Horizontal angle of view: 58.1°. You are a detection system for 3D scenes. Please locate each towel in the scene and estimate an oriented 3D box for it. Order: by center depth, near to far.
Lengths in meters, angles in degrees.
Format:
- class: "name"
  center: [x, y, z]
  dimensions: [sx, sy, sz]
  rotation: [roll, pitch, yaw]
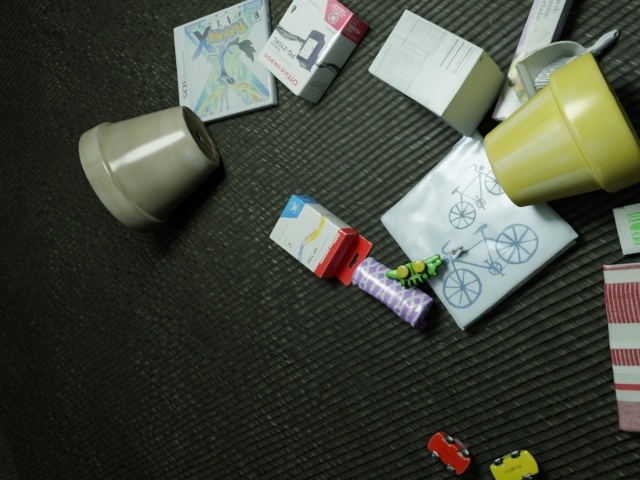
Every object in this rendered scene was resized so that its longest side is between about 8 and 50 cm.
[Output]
- class: "towel"
  center: [0.682, 0.201, 1.096]
  dimensions: [0.237, 0.037, 0.329]
  rotation: [-7, 85, 31]

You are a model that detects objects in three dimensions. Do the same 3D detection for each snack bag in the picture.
- class: "snack bag"
  center: [0.331, -0.027, 1.292]
  dimensions: [0.323, 0.037, 0.343]
  rotation: [-45, 67, 21]

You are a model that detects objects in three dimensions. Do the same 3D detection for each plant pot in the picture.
- class: "plant pot"
  center: [0.459, -0.185, 1.101]
  dimensions: [0.239, 0.254, 0.254]
  rotation: [-28, 77, 32]
- class: "plant pot"
  center: [-0.447, -0.227, 1.600]
  dimensions: [0.280, 0.323, 0.323]
  rotation: [-28, 76, 10]

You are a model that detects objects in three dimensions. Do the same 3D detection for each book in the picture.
- class: "book"
  center: [0.654, -0.032, 1.114]
  dimensions: [0.144, 0.035, 0.096]
  rotation: [-14, 87, 27]

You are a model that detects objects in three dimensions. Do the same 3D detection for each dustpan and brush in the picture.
- class: "dustpan and brush"
  center: [0.508, -0.359, 1.162]
  dimensions: [0.211, 0.147, 0.060]
  rotation: [-41, 29, -8]

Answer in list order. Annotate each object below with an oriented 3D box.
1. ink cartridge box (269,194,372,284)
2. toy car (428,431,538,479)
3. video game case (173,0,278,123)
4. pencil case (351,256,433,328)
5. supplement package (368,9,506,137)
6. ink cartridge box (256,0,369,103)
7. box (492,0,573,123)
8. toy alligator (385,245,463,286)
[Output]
- class: "ink cartridge box"
  center: [0.000, 0.000, 1.453]
  dimensions: [0.231, 0.078, 0.134]
  rotation: [37, 107, 24]
- class: "toy car"
  center: [0.356, 0.547, 1.270]
  dimensions: [0.239, 0.053, 0.225]
  rotation: [2, 92, 30]
- class: "video game case"
  center: [-0.275, -0.497, 1.629]
  dimensions: [0.328, 0.036, 0.300]
  rotation: [-7, 87, 29]
- class: "pencil case"
  center: [0.166, 0.123, 1.359]
  dimensions: [0.206, 0.086, 0.088]
  rotation: [35, 141, 27]
- class: "supplement package"
  center: [0.254, -0.350, 1.229]
  dimensions: [0.203, 0.194, 0.149]
  rotation: [41, 107, 29]
- class: "ink cartridge box"
  center: [-0.022, -0.495, 1.450]
  dimensions: [0.172, 0.100, 0.237]
  rotation: [46, 111, 22]
- class: "box"
  center: [0.450, -0.398, 1.205]
  dimensions: [0.063, 0.067, 0.324]
  rotation: [23, 100, 27]
- class: "toy alligator"
  center: [0.236, 0.066, 1.288]
  dimensions: [0.189, 0.056, 0.051]
  rotation: [-21, 79, 22]
